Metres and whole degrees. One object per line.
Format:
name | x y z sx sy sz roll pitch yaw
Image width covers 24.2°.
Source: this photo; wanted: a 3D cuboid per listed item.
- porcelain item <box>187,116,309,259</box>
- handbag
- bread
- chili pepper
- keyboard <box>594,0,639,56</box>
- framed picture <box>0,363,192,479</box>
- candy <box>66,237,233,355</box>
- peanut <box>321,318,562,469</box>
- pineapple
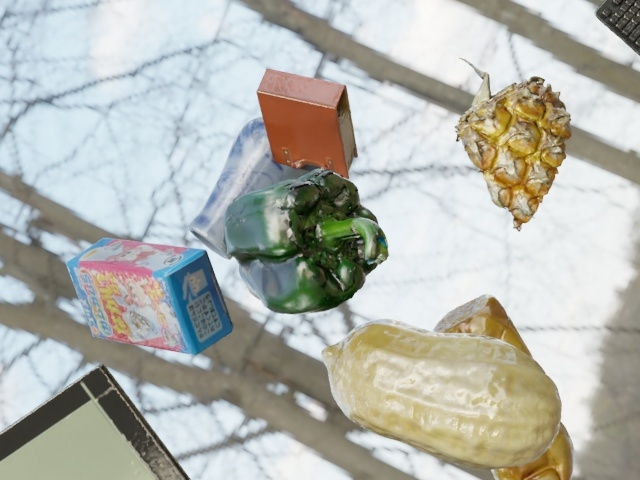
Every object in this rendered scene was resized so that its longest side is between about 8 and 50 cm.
porcelain item | -0.101 -0.094 2.373 0.259 0.141 0.141 -55 -17 -10
handbag | -0.017 -0.169 2.204 0.190 0.127 0.063 77 -150 -57
bread | 0.268 0.233 2.186 0.132 0.294 0.167 -27 6 5
chili pepper | 0.000 0.000 1.861 0.165 0.261 0.174 -26 -79 -47
keyboard | 0.355 -0.266 1.462 0.196 0.074 0.015 -47 -5 -12
framed picture | -0.334 0.349 1.894 0.347 0.265 0.016 -35 7 12
candy | -0.294 0.093 2.537 0.100 0.306 0.157 -33 -64 -35
peanut | 0.138 0.179 1.825 0.174 0.340 0.158 -43 -41 -47
pineapple | 0.321 -0.200 2.474 0.161 0.158 0.334 -41 25 38
